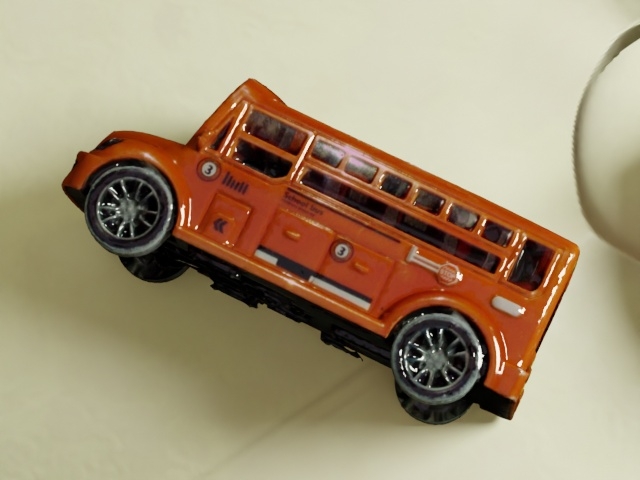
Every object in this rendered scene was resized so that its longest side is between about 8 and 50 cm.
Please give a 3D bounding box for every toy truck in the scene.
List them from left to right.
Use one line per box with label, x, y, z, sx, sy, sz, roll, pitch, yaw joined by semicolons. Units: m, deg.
toy truck;0.000;0.000;1.010;0.253;0.107;0.114;26;83;8
